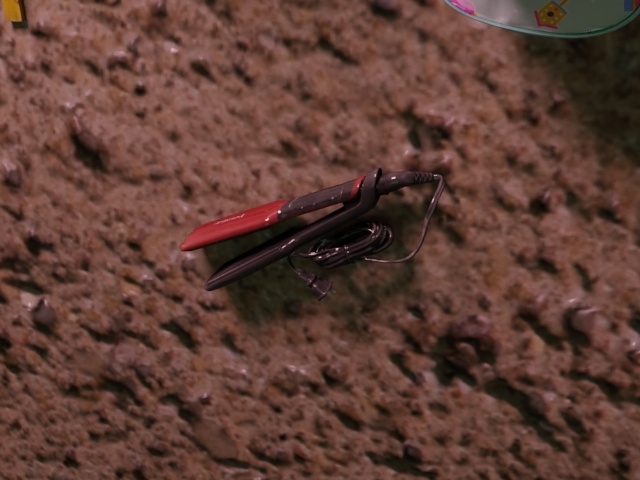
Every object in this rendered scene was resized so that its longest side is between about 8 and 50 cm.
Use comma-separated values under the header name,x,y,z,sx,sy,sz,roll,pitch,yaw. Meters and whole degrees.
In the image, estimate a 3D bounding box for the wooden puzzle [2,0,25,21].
name,x,y,z,sx,sy,sz,roll,pitch,yaw
wooden puzzle,-0.295,-0.220,0.920,0.116,0.014,0.078,15,120,13

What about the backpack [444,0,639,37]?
name,x,y,z,sx,sy,sz,roll,pitch,yaw
backpack,0.144,-0.216,0.682,0.166,0.144,0.188,10,122,9

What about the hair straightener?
name,x,y,z,sx,sy,sz,roll,pitch,yaw
hair straightener,0.000,0.000,0.912,0.230,0.047,0.089,-20,108,23
